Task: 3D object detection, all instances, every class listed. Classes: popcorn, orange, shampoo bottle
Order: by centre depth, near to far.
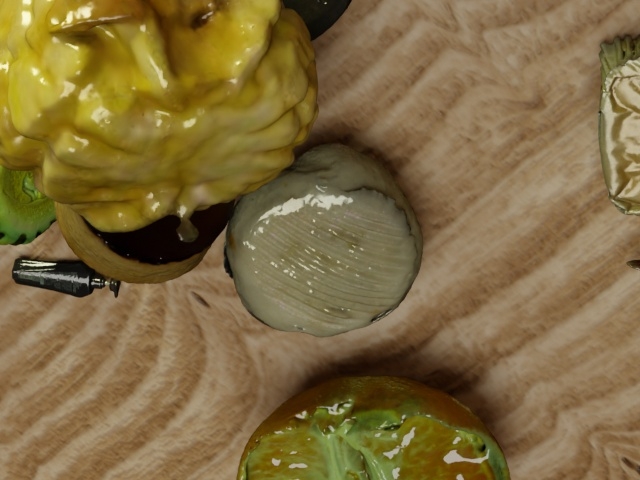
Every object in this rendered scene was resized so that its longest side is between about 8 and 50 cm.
[{"bbox_3d":[-0.180,-0.194,1.330,0.349,0.382,0.349,-12,152,-6],"label":"popcorn"},{"bbox_3d":[0.066,0.282,1.631,0.334,0.196,0.262,-12,131,21],"label":"orange"},{"bbox_3d":[-0.323,0.048,1.665,0.137,0.027,0.048,7,112,6],"label":"shampoo bottle"}]

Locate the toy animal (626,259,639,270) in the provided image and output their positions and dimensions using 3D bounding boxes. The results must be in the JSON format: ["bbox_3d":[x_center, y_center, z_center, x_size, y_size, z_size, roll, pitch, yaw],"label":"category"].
[{"bbox_3d":[0.448,0.051,1.496,0.188,0.089,0.179,37,102,-11],"label":"toy animal"}]

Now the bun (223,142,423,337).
[{"bbox_3d":[0.000,0.000,1.510,0.239,0.141,0.239,-1,125,-1],"label":"bun"}]

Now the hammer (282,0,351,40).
[{"bbox_3d":[-0.121,-0.395,1.363,0.168,0.044,0.440,-30,110,25],"label":"hammer"}]

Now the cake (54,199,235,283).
[{"bbox_3d":[-0.203,-0.039,1.520,0.207,0.178,0.185,-8,77,-13],"label":"cake"}]

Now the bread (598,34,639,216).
[{"bbox_3d":[0.400,-0.128,1.381,0.210,0.110,0.192,-7,112,14],"label":"bread"}]

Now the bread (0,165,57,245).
[{"bbox_3d":[-0.366,-0.061,1.552,0.071,0.139,0.130,-2,114,36],"label":"bread"}]
